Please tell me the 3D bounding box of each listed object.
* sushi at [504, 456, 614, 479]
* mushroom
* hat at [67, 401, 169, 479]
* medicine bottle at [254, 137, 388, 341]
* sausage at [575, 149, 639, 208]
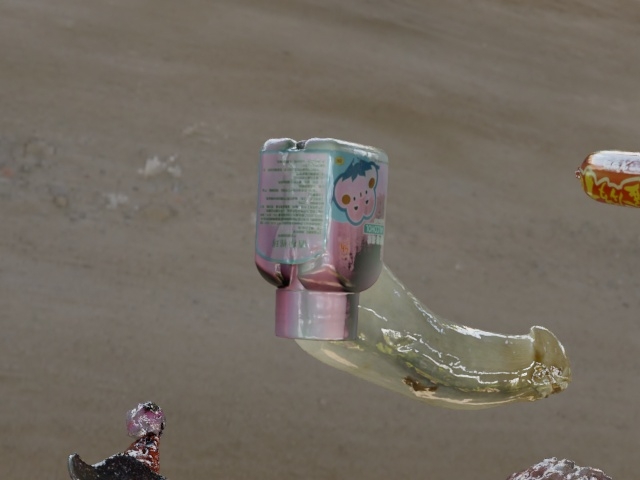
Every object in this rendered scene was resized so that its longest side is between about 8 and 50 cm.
[{"bbox_3d":[0.260,0.314,1.128,0.241,0.161,0.107,43,50,16],"label":"sushi"},{"bbox_3d":[0.165,0.146,1.639,0.397,0.177,0.126,26,9,-19],"label":"mushroom"},{"bbox_3d":[-0.160,0.231,0.998,0.140,0.129,0.227,23,42,-8],"label":"hat"},{"bbox_3d":[0.000,0.000,1.135,0.094,0.188,0.119,3,-1,32],"label":"medicine bottle"},{"bbox_3d":[0.403,-0.070,1.413,0.083,0.083,0.264,-7,11,-32],"label":"sausage"}]
